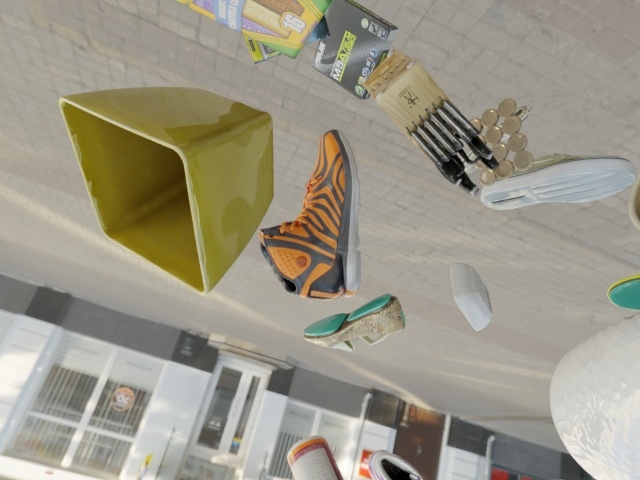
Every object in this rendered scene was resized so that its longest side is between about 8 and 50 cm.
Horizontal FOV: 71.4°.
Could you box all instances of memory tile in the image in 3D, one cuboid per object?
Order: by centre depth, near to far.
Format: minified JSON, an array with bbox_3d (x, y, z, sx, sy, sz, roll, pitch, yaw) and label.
[{"bbox_3d":[0.339,-0.186,0.853,0.012,0.148,0.113,4,159,-38],"label":"memory tile"}]

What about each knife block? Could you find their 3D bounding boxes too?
[{"bbox_3d":[0.195,-0.203,0.785,0.088,0.276,0.242,-41,114,17],"label":"knife block"}]

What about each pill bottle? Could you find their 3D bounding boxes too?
[{"bbox_3d":[0.002,0.639,1.162,0.121,0.121,0.221,37,-168,-41],"label":"pill bottle"}]

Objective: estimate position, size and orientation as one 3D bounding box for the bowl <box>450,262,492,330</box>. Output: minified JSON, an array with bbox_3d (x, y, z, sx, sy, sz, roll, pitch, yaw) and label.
[{"bbox_3d":[0.371,0.131,1.081,0.053,0.142,0.142,-24,120,27],"label":"bowl"}]

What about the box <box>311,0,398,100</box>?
[{"bbox_3d":[0.079,-0.484,1.121,0.184,0.045,0.191,39,133,16],"label":"box"}]

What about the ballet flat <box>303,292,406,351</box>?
[{"bbox_3d":[0.055,0.151,0.744,0.206,0.073,0.067,-27,100,41],"label":"ballet flat"}]

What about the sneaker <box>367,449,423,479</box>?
[{"bbox_3d":[0.225,0.591,0.998,0.282,0.102,0.161,37,157,14],"label":"sneaker"}]

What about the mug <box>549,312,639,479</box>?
[{"bbox_3d":[0.543,0.281,0.645,0.275,0.375,0.328,4,152,6],"label":"mug"}]

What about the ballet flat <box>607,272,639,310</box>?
[{"bbox_3d":[0.676,0.081,0.838,0.230,0.077,0.077,-18,100,40],"label":"ballet flat"}]

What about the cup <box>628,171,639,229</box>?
[{"bbox_3d":[0.591,-0.057,0.501,0.237,0.331,0.331,39,156,-2],"label":"cup"}]

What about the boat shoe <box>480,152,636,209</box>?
[{"bbox_3d":[0.473,-0.136,0.921,0.109,0.094,0.302,33,156,-34],"label":"boat shoe"}]

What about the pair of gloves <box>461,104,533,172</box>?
[{"bbox_3d":[0.507,-0.285,1.288,0.042,0.240,0.204,50,-163,12],"label":"pair of gloves"}]

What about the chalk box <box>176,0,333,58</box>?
[{"bbox_3d":[-0.113,-0.408,0.573,0.288,0.181,0.179,19,169,-20],"label":"chalk box"}]

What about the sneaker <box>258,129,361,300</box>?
[{"bbox_3d":[-0.025,-0.052,0.818,0.179,0.322,0.124,-1,169,-9],"label":"sneaker"}]

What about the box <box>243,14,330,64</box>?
[{"bbox_3d":[-0.091,-0.463,0.805,0.159,0.044,0.233,-19,128,3],"label":"box"}]

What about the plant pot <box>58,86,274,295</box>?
[{"bbox_3d":[-0.176,-0.095,0.603,0.212,0.187,0.212,25,134,23],"label":"plant pot"}]
